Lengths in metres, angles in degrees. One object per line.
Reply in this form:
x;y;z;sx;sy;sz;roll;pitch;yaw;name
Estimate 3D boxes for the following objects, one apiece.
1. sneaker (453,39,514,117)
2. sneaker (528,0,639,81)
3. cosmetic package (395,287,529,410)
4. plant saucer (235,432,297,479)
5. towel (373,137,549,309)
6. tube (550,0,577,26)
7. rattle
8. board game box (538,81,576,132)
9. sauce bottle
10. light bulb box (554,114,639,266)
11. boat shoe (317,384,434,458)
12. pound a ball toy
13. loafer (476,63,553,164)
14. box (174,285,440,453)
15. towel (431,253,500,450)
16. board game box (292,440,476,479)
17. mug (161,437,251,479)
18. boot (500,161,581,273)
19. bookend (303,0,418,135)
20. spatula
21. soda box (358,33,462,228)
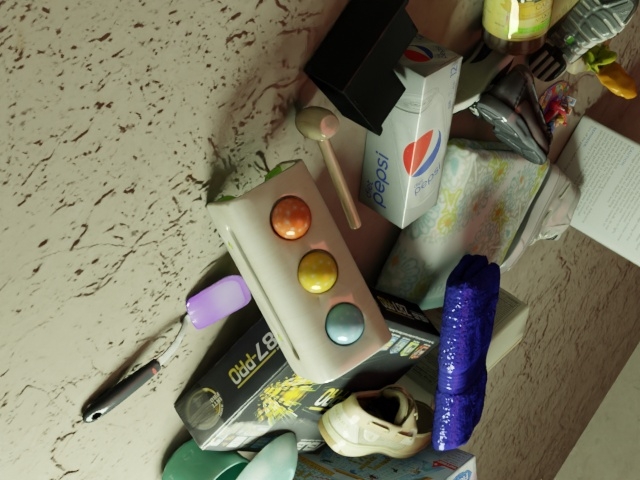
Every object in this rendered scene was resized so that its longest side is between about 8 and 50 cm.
0.244;-0.231;1.794;0.217;0.079;0.121;-40;148;-27;sneaker
0.474;-0.381;1.957;0.228;0.086;0.132;-38;179;34;sneaker
0.254;0.206;2.170;0.309;0.160;0.113;-36;146;-30;cosmetic package
-0.090;0.397;1.764;0.195;0.037;0.195;-44;157;-24;plant saucer
0.263;-0.032;2.020;0.374;0.090;0.321;-4;121;-56;towel
0.390;-0.396;1.870;0.240;0.062;0.070;-49;139;-11;tube
0.546;-0.382;2.046;0.130;0.143;0.200;-6;132;-32;rattle
0.451;-0.228;2.159;0.133;0.033;0.169;-14;130;-51;board game box
0.306;-0.441;1.646;0.111;0.111;0.344;-39;146;-29;sauce bottle
0.714;-0.066;2.383;0.358;0.361;0.225;10;111;-60;light bulb box
0.121;0.298;1.859;0.302;0.109;0.098;10;128;-51;boat shoe
0.000;0.000;1.463;0.208;0.135;0.319;-31;103;-20;pound a ball toy
0.340;-0.203;1.816;0.095;0.109;0.302;-56;158;3;loafer
-0.007;0.207;1.771;0.318;0.097;0.395;-43;153;12;box
0.258;0.192;1.924;0.227;0.076;0.308;-39;134;-69;towel
0.053;0.427;1.923;0.318;0.318;0.066;-28;120;-40;board game box
-0.182;0.376;1.739;0.129;0.097;0.158;-51;153;-10;mug
0.441;-0.023;2.238;0.123;0.095;0.258;33;86;-29;boot
0.073;-0.251;1.521;0.157;0.072;0.156;-56;152;-2;bookend
-0.215;0.151;1.532;0.296;0.030;0.084;-43;148;-22;spatula
0.134;-0.164;1.676;0.091;0.098;0.286;-33;144;-36;soda box
